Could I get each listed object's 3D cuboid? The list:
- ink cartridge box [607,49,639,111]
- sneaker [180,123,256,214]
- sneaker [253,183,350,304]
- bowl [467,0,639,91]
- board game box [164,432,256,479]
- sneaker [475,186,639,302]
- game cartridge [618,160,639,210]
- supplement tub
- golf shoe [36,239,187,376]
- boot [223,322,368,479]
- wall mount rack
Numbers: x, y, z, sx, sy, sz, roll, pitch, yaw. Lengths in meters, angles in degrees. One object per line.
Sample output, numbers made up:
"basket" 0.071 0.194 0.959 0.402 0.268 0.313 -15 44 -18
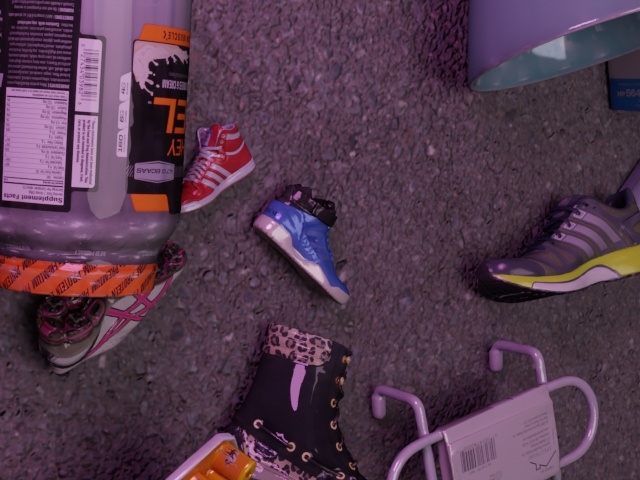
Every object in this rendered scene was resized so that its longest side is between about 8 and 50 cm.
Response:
"ink cartridge box" 0.461 -0.285 1.786 0.148 0.086 0.203 -17 107 -34
"sneaker" -0.123 -0.079 1.396 0.118 0.042 0.067 -40 122 -35
"sneaker" 0.000 0.000 1.491 0.152 0.058 0.084 45 78 -26
"bowl" 0.299 -0.301 1.556 0.311 0.311 0.163 -14 86 -35
"board game box" -0.181 0.435 1.322 0.390 0.050 0.390 -41 142 -27
"sneaker" 0.312 0.007 1.718 0.300 0.111 0.121 -12 87 -37
"game cartridge" 0.544 -0.021 1.909 0.198 0.062 0.297 -51 122 -16
"supplement tub" -0.220 -0.113 1.223 0.194 0.193 0.316 0 97 -37
"golf shoe" -0.211 0.063 1.345 0.186 0.067 0.086 -36 148 -34
"boot" 0.017 0.206 1.466 0.236 0.085 0.178 20 78 0
"wall mount rack" 0.191 0.298 1.644 0.350 0.130 0.304 -16 103 -34
